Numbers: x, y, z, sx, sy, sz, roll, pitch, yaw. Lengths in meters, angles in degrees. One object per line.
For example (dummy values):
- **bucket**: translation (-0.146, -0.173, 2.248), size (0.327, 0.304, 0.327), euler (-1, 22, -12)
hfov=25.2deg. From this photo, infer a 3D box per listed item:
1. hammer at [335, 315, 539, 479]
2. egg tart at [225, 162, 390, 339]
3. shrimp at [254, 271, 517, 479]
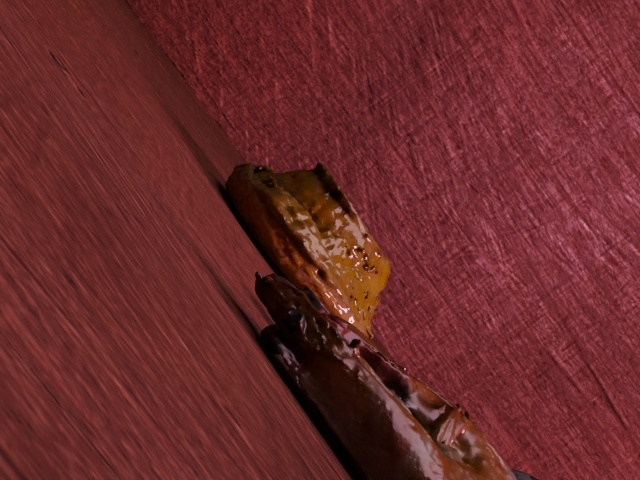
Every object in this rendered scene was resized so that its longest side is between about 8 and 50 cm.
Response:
- **hammer**: translation (0.096, 0.183, 1.219), size (0.305, 0.113, 0.202), euler (49, -1, 3)
- **egg tart**: translation (0.000, 0.000, 1.768), size (0.294, 0.123, 0.294), euler (53, 3, -5)
- **shrimp**: translation (0.053, 0.130, 1.090), size (0.294, 0.062, 0.154), euler (49, 29, 2)
